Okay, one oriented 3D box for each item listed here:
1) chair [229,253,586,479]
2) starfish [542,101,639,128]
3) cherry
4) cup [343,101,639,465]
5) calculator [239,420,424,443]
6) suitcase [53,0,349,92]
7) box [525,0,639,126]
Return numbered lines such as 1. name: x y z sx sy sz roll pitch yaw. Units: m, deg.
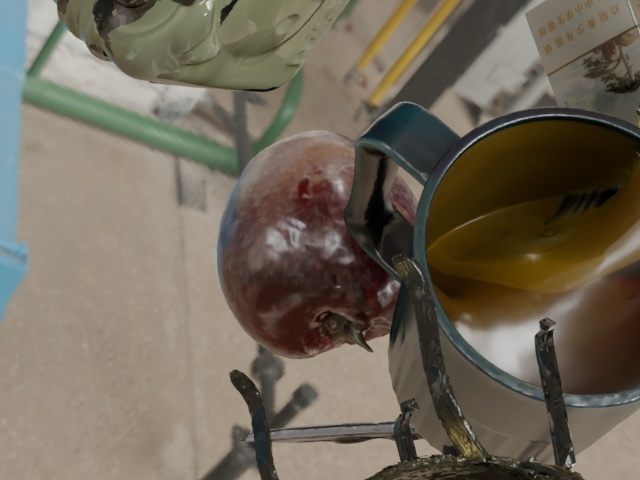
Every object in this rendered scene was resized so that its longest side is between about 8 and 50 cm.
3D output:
1. chair: 0.072 0.138 0.625 0.149 0.174 0.213 15 47 -49
2. starfish: 0.294 -0.072 1.216 0.190 0.146 0.074 35 62 -2
3. cherry: 0.000 0.000 1.358 0.203 0.230 0.300 45 29 -51
4. cup: 0.152 0.054 1.064 0.308 0.292 0.242 15 68 4
5. calculator: 0.046 0.250 1.619 0.165 0.274 0.028 12 73 -58
6. suitcase: -0.072 -0.284 1.054 0.194 0.351 0.339 46 24 22
7. box: 0.348 -0.198 1.479 0.067 0.149 0.233 -12 80 -37
